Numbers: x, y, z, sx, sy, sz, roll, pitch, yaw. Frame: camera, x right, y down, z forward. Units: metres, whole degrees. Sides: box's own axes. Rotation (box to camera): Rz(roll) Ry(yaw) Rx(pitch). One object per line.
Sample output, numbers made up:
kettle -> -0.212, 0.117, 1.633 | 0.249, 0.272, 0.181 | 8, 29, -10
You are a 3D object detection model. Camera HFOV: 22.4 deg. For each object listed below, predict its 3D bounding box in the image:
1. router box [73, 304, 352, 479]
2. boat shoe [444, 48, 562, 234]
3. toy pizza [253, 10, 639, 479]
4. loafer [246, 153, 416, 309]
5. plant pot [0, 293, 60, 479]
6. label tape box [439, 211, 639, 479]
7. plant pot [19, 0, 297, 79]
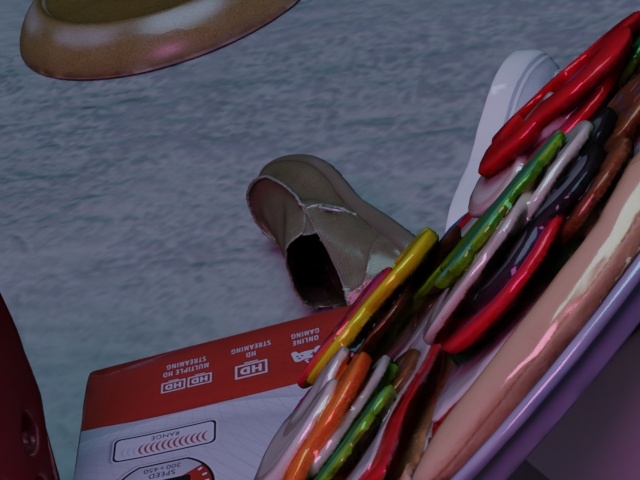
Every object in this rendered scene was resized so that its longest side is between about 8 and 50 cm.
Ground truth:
router box -> 0.082, 0.120, 0.531 | 0.335, 0.082, 0.301 | -15, 31, 6
boat shoe -> 0.106, -0.032, 0.787 | 0.063, 0.066, 0.184 | 8, 35, 14
toy pizza -> 0.035, 0.013, 0.399 | 0.201, 0.032, 0.201 | -50, 4, 5
loafer -> 0.000, 0.000, 0.793 | 0.050, 0.056, 0.148 | -25, 31, -23
plant pot -> -0.180, 0.112, 0.592 | 0.191, 0.174, 0.191 | -14, 30, 8
label tape box -> 0.121, 0.010, 0.460 | 0.334, 0.106, 0.240 | -47, 5, 46
plant pot -> -0.114, -0.190, 1.184 | 0.236, 0.032, 0.236 | -14, 31, 9
